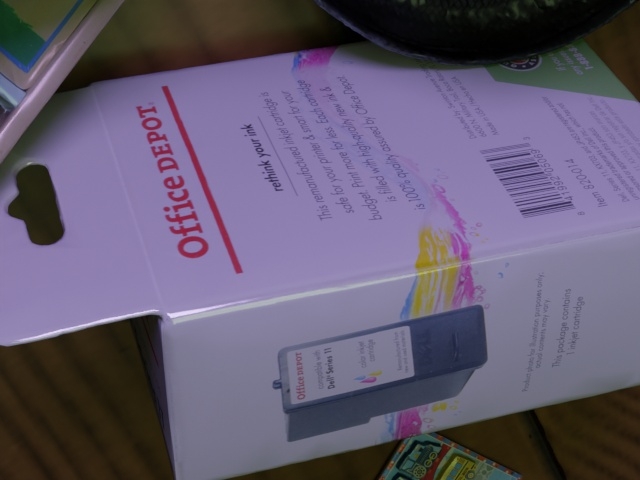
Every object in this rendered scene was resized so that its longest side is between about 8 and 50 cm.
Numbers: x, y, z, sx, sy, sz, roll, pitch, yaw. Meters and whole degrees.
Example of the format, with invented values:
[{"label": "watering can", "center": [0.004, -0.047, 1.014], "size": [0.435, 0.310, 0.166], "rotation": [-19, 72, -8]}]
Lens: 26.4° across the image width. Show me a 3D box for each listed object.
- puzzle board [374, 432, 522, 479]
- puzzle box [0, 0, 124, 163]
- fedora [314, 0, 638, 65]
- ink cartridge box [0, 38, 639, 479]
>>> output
[{"label": "puzzle board", "center": [0.067, 0.194, 0.919], "size": [0.096, 0.011, 0.128], "rotation": [28, 99, -23]}, {"label": "puzzle box", "center": [-0.276, -0.182, 0.571], "size": [0.409, 0.052, 0.272], "rotation": [41, 71, -24]}, {"label": "fedora", "center": [0.118, -0.234, 0.641], "size": [0.334, 0.152, 0.334], "rotation": [-5, 109, -16]}, {"label": "ink cartridge box", "center": [0.000, 0.000, 0.716], "size": [0.353, 0.207, 0.119], "rotation": [-10, 129, -13]}]
